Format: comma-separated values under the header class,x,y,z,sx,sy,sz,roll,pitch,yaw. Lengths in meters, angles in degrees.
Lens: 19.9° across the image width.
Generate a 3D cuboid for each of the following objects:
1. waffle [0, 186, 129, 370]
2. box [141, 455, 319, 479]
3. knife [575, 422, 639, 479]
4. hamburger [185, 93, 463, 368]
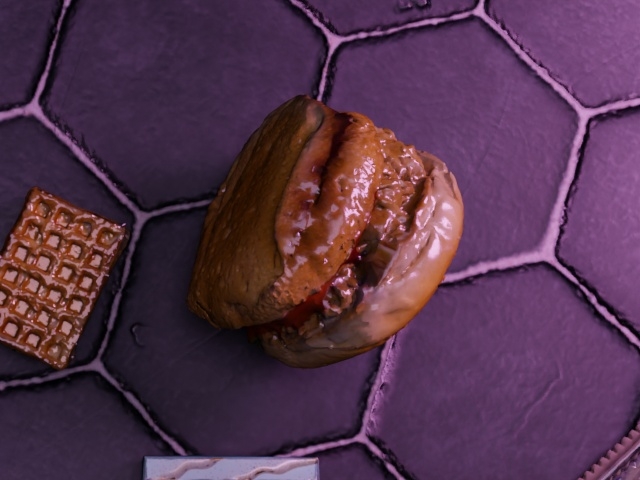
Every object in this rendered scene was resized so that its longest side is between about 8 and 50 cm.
class,x,y,z,sx,sy,sz,roll,pitch,yaw
waffle,-0.247,0.035,1.664,0.102,0.042,0.148,25,77,-4
box,-0.081,0.308,1.638,0.162,0.041,0.229,1,80,-8
knife,0.340,0.187,1.719,0.365,0.043,0.089,-39,86,-12
hamburger,0.000,0.000,1.621,0.163,0.244,0.244,27,76,-24
